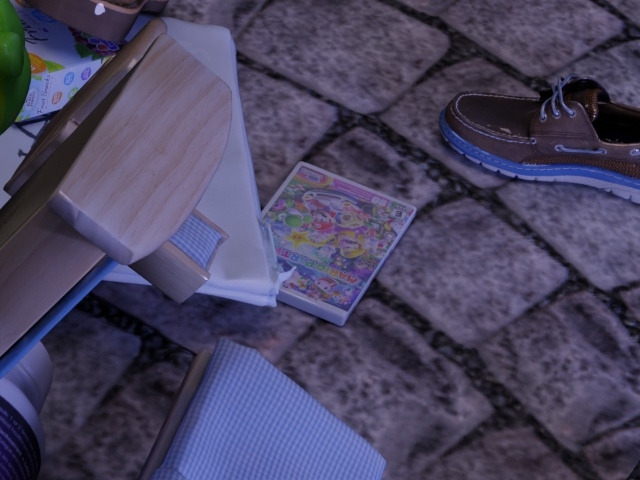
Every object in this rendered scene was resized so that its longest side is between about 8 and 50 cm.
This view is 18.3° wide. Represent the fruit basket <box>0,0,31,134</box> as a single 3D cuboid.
[{"bbox_3d":[-0.343,-0.094,0.964,0.392,0.392,0.283,-15,49,-26],"label":"fruit basket"}]

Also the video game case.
[{"bbox_3d":[0.000,0.000,1.287,0.087,0.011,0.122,22,44,12],"label":"video game case"}]

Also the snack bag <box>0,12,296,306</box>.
[{"bbox_3d":[-0.201,-0.076,1.282,0.343,0.037,0.323,7,35,-15],"label":"snack bag"}]

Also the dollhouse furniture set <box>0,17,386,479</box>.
[{"bbox_3d":[-0.026,0.057,1.019,0.303,0.198,0.286,40,39,-13],"label":"dollhouse furniture set"}]

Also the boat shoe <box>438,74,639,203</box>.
[{"bbox_3d":[0.175,-0.080,1.368,0.183,0.066,0.066,12,42,1],"label":"boat shoe"}]

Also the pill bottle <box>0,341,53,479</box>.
[{"bbox_3d":[-0.206,0.126,1.034,0.108,0.108,0.193,14,42,4],"label":"pill bottle"}]

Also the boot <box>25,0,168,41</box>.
[{"bbox_3d":[-0.135,-0.225,1.367,0.112,0.115,0.305,25,14,-11],"label":"boot"}]

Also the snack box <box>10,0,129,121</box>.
[{"bbox_3d":[-0.205,-0.137,1.300,0.141,0.037,0.100,37,39,27],"label":"snack box"}]

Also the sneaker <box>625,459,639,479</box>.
[{"bbox_3d":[0.190,0.177,1.108,0.089,0.051,0.170,35,52,24],"label":"sneaker"}]
